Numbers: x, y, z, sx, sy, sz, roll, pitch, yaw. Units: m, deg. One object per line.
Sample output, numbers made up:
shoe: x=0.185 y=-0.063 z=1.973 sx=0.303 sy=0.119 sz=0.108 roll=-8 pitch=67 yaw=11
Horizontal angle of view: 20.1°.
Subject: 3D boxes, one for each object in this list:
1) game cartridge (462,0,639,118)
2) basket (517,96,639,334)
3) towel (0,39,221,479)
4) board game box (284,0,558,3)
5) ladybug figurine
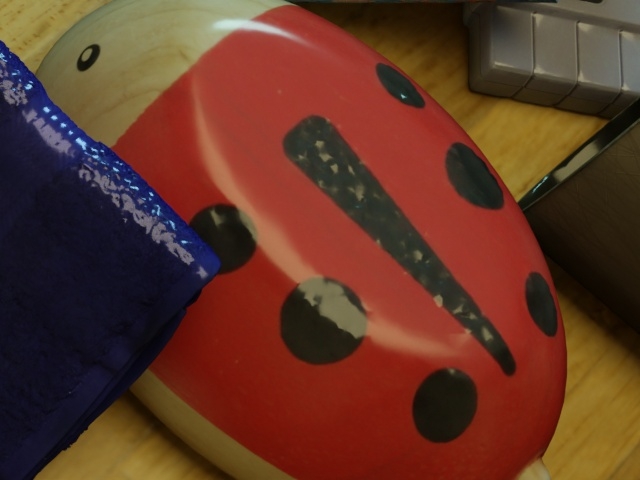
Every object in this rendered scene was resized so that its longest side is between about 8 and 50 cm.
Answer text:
game cartridge: x=0.224 y=-0.267 z=1.452 sx=0.230 sy=0.068 sz=0.355 roll=11 pitch=65 yaw=-21
basket: x=0.281 y=0.007 z=1.305 sx=0.204 sy=0.154 sz=0.227 roll=-39 pitch=91 yaw=1
towel: x=-0.225 y=-0.020 z=1.104 sx=0.308 sy=0.227 sz=0.076 roll=44 pitch=27 yaw=0
board game box: x=0.067 y=-0.253 z=1.309 sx=0.211 sy=0.039 sz=0.160 roll=1 pitch=94 yaw=11
ladybug figurine: x=0.000 y=0.000 z=1.194 sx=0.449 sy=0.162 sz=0.305 roll=44 pitch=60 yaw=1
